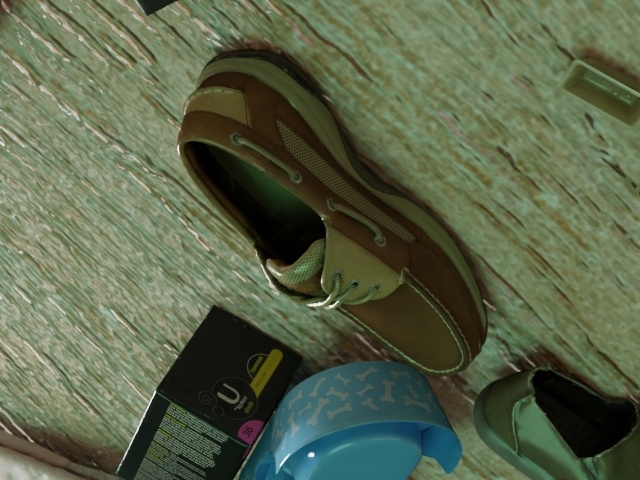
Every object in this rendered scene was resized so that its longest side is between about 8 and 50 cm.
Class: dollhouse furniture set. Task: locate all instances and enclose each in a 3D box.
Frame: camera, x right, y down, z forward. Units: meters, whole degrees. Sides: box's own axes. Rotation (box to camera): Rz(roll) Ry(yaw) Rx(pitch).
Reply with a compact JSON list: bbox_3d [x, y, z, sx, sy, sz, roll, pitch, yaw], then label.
[{"bbox_3d":[0.206,-0.063,1.074,0.114,0.081,0.091,30,138,1],"label":"dollhouse furniture set"}]

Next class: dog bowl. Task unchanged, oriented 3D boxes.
[{"bbox_3d":[0.015,0.209,1.406,0.166,0.074,0.297,3,142,-21],"label":"dog bowl"}]

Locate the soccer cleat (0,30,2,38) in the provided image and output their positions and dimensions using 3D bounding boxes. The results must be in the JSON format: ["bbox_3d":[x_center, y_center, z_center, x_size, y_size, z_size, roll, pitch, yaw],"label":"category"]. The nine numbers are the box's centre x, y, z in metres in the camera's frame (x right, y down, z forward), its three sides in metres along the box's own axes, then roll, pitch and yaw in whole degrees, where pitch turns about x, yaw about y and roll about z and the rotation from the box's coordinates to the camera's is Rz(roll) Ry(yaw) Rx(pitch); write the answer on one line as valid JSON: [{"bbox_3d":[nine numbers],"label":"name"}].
[{"bbox_3d":[-0.353,-0.160,1.313,0.248,0.083,0.095,-32,86,48],"label":"soccer cleat"}]

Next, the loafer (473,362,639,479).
[{"bbox_3d":[0.247,0.189,1.284,0.251,0.094,0.087,31,142,0],"label":"loafer"}]

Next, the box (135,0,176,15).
[{"bbox_3d":[-0.101,-0.212,1.119,0.083,0.062,0.052,-19,118,40],"label":"box"}]

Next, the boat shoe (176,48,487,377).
[{"bbox_3d":[0.000,0.000,1.223,0.324,0.120,0.122,46,136,-17],"label":"boat shoe"}]

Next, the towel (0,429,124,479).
[{"bbox_3d":[-0.327,0.362,1.748,0.317,0.053,0.332,15,122,24],"label":"towel"}]

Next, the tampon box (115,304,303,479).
[{"bbox_3d":[-0.105,0.166,1.441,0.101,0.120,0.161,31,138,1],"label":"tampon box"}]
